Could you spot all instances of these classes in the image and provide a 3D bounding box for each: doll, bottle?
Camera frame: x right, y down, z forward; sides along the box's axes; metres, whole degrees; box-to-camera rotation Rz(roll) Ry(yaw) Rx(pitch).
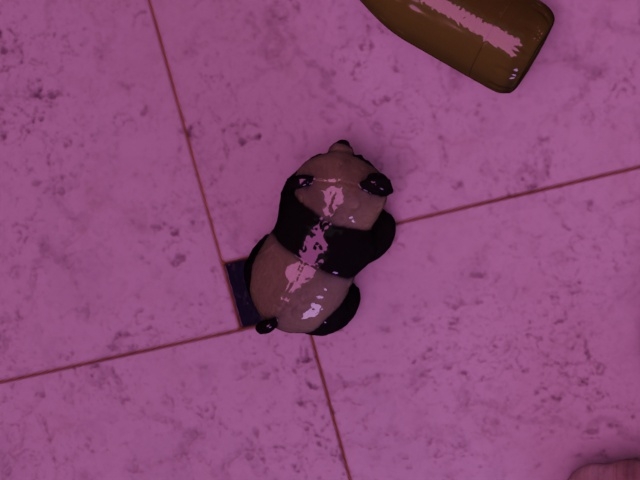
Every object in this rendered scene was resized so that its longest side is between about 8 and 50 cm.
[{"bbox_3d":[0.001,0.002,1.900,0.144,0.135,0.234,28,102,4],"label":"doll"},{"bbox_3d":[0.122,-0.266,1.827,0.260,0.112,0.112,31,106,6],"label":"bottle"}]

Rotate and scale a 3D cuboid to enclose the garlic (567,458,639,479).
[{"bbox_3d":[0.341,0.348,1.840,0.199,0.226,0.199,5,105,17],"label":"garlic"}]
